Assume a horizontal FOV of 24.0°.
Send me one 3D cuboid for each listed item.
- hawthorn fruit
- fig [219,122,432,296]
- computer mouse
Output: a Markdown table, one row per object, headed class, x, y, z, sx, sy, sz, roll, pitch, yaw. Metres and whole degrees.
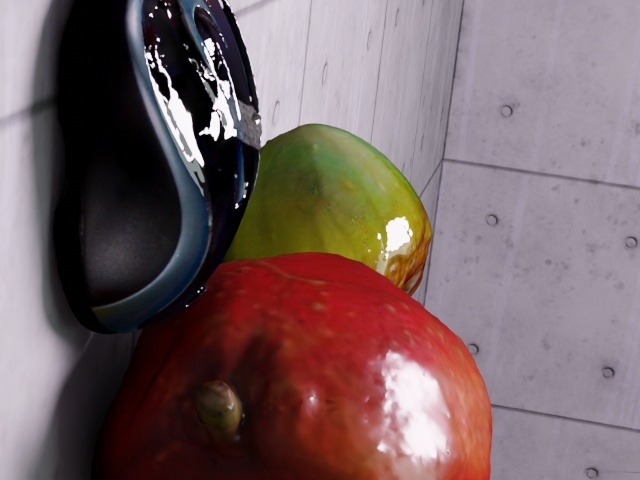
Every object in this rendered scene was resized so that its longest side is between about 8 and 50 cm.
| class | x | y | z | sx | sy | sz | roll | pitch | yaw |
| --- | --- | --- | --- | --- | --- | --- | --- | --- | --- |
| hawthorn fruit | -0.020 | 0.133 | 0.969 | 0.307 | 0.265 | 0.265 | 54 | 46 | -74 |
| fig | 0.000 | 0.000 | 1.237 | 0.181 | 0.181 | 0.191 | 51 | 25 | -77 |
| computer mouse | -0.087 | -0.049 | 0.858 | 0.137 | 0.096 | 0.233 | -66 | 163 | -56 |
